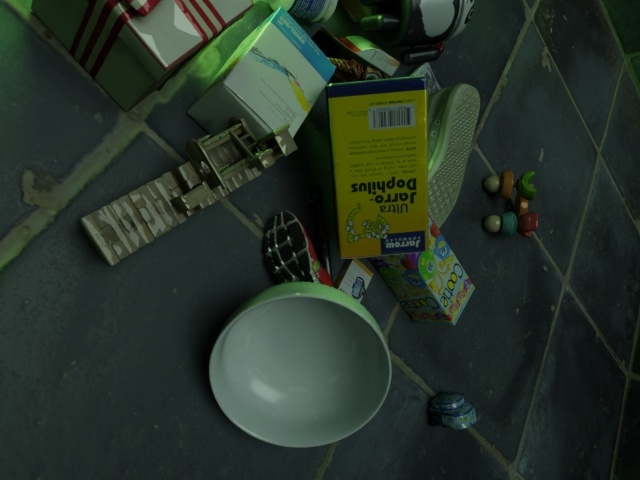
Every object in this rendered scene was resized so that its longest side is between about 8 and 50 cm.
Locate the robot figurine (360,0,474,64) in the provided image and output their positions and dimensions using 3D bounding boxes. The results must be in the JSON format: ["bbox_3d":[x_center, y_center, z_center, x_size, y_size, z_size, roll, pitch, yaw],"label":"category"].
[{"bbox_3d":[0.235,-0.561,1.077,0.278,0.209,0.174,-14,64,-21],"label":"robot figurine"}]

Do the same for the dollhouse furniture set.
[{"bbox_3d":[-0.163,-0.145,0.758,0.182,0.160,0.101,-41,110,-35],"label":"dollhouse furniture set"}]

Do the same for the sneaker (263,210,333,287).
[{"bbox_3d":[-0.037,0.068,1.006,0.279,0.107,0.118,68,20,0],"label":"sneaker"}]

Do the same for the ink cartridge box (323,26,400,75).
[{"bbox_3d":[0.101,-0.496,1.134,0.179,0.045,0.145,23,27,-30],"label":"ink cartridge box"}]

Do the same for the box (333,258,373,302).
[{"bbox_3d":[0.074,0.117,1.121,0.081,0.028,0.136,43,63,-27],"label":"box"}]

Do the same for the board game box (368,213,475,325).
[{"bbox_3d":[0.269,0.081,1.204,0.275,0.144,0.142,52,58,-21],"label":"board game box"}]

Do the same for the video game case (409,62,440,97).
[{"bbox_3d":[0.338,-0.435,1.360,0.191,0.022,0.173,59,38,-18],"label":"video game case"}]

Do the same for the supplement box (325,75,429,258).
[{"bbox_3d":[0.120,-0.164,0.982,0.195,0.194,0.357,-5,108,1],"label":"supplement box"}]

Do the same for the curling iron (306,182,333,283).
[{"bbox_3d":[0.000,0.000,1.064,0.068,0.035,0.274,-24,107,-75],"label":"curling iron"}]

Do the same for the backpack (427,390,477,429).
[{"bbox_3d":[0.373,0.479,1.263,0.104,0.114,0.084,-12,93,-38],"label":"backpack"}]

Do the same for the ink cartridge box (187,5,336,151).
[{"bbox_3d":[-0.119,-0.307,0.920,0.168,0.171,0.233,41,62,-27],"label":"ink cartridge box"}]

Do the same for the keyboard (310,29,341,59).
[{"bbox_3d":[-0.012,-0.435,1.113,0.100,0.038,0.192,38,59,-10],"label":"keyboard"}]

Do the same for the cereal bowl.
[{"bbox_3d":[-0.038,0.227,0.884,0.338,0.141,0.339,0,110,-1],"label":"cereal bowl"}]

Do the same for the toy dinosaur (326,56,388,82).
[{"bbox_3d":[0.115,-0.367,1.153,0.321,0.164,0.219,8,67,-25],"label":"toy dinosaur"}]

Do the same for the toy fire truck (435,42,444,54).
[{"bbox_3d":[0.317,-0.675,1.327,0.253,0.169,0.303,11,78,-57],"label":"toy fire truck"}]

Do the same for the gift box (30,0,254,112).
[{"bbox_3d":[-0.305,-0.401,0.727,0.276,0.258,0.255,46,59,-26],"label":"gift box"}]

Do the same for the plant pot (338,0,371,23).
[{"bbox_3d":[0.095,-0.664,1.145,0.165,0.166,0.167,49,58,-33],"label":"plant pot"}]

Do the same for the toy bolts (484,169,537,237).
[{"bbox_3d":[0.647,-0.109,1.566,0.218,0.158,0.229,71,25,-63],"label":"toy bolts"}]

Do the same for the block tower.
[{"bbox_3d":[-0.271,-0.080,0.827,0.335,0.097,0.091,-39,109,-36],"label":"block tower"}]

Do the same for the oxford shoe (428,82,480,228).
[{"bbox_3d":[0.320,-0.215,1.270,0.169,0.130,0.450,6,102,-41],"label":"oxford shoe"}]

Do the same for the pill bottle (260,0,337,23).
[{"bbox_3d":[-0.061,-0.577,1.032,0.186,0.112,0.112,-8,90,-39],"label":"pill bottle"}]
